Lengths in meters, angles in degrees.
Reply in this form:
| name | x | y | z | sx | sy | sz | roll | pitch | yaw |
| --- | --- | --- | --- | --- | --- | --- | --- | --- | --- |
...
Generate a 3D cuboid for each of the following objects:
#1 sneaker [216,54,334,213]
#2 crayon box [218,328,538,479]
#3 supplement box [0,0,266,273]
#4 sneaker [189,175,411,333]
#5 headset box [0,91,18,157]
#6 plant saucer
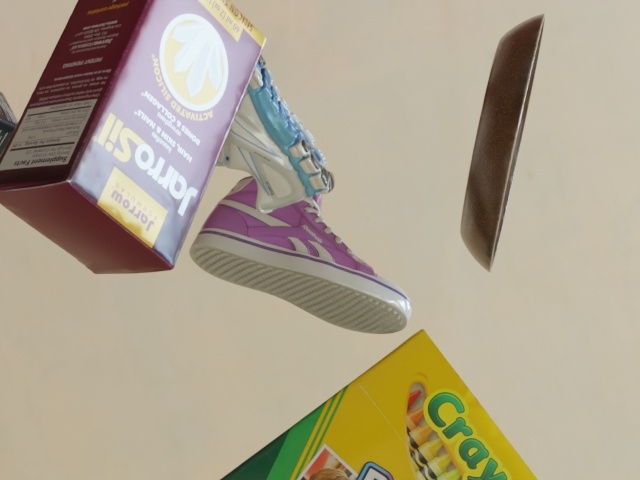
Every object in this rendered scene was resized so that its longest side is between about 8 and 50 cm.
| name | x | y | z | sx | sy | sz | roll | pitch | yaw |
| --- | --- | --- | --- | --- | --- | --- | --- | --- | --- |
| sneaker | -0.069 | -0.103 | 1.098 | 0.083 | 0.191 | 0.071 | -28 | -168 | 12 |
| crayon box | 0.100 | 0.341 | 1.580 | 0.313 | 0.363 | 0.106 | -36 | 173 | -7 |
| supplement box | -0.121 | -0.084 | 0.880 | 0.080 | 0.104 | 0.188 | -4 | -124 | 39 |
| sneaker | 0.000 | -0.001 | 1.637 | 0.282 | 0.102 | 0.161 | 22 | -122 | 15 |
| headset box | -0.611 | -0.137 | 1.910 | 0.283 | 0.246 | 0.131 | 23 | -163 | -37 |
| plant saucer | 0.212 | -0.118 | 1.612 | 0.050 | 0.311 | 0.310 | 11 | -167 | 9 |
